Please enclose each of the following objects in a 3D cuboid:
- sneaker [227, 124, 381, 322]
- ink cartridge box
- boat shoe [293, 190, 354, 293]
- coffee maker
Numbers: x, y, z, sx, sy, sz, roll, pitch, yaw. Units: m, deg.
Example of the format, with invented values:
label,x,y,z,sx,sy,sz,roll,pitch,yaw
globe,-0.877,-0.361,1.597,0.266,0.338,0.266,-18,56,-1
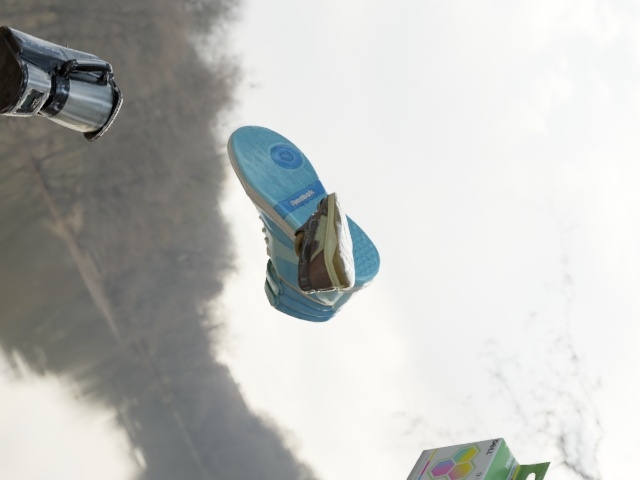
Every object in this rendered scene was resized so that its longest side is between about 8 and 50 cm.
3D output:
label,x,y,z,sx,sy,sz,roll,pitch,yaw
sneaker,-0.061,-0.007,1.894,0.319,0.127,0.208,53,-38,18
ink cartridge box,0.233,0.362,1.890,0.209,0.109,0.062,-16,-67,37
boat shoe,0.000,0.000,1.079,0.152,0.049,0.056,-89,162,-69
coffee maker,-0.401,-0.228,1.769,0.171,0.120,0.178,28,9,40
